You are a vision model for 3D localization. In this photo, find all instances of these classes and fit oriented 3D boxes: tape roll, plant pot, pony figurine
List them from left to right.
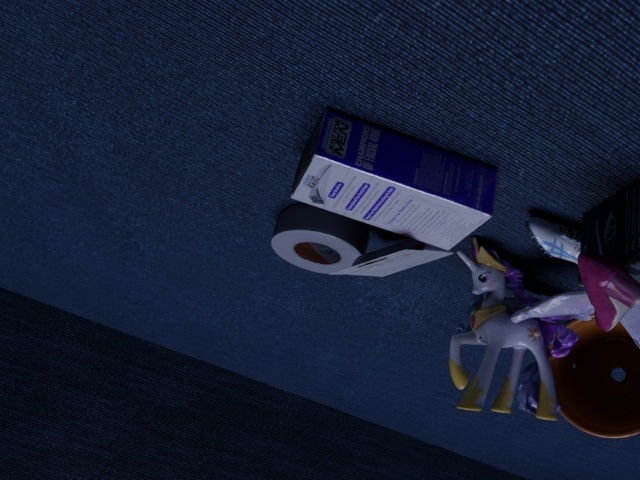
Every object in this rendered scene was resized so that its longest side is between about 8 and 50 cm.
[{"bbox_3d":[0.000,0.000,1.628,0.219,0.072,0.219,12,154,6],"label":"tape roll"},{"bbox_3d":[0.440,0.193,1.521,0.351,0.364,0.303,10,169,-13],"label":"pony figurine"},{"bbox_3d":[0.717,0.329,1.726,0.290,0.291,0.203,-2,168,30],"label":"plant pot"}]

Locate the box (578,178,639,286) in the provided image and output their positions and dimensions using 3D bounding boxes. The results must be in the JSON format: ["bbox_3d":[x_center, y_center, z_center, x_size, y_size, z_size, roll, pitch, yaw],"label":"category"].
[{"bbox_3d":[0.564,-0.004,1.245,0.108,0.153,0.207,18,155,-10],"label":"box"}]

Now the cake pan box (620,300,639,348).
[{"bbox_3d":[0.731,0.138,1.382,0.245,0.070,0.267,-34,119,22],"label":"cake pan box"}]

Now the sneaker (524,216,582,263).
[{"bbox_3d":[0.508,0.006,1.392,0.237,0.085,0.086,26,126,-16],"label":"sneaker"}]

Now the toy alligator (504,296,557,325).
[{"bbox_3d":[0.510,0.172,1.751,0.189,0.056,0.051,26,-167,-23],"label":"toy alligator"}]

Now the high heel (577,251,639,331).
[{"bbox_3d":[0.490,0.089,1.238,0.117,0.082,0.244,40,179,20],"label":"high heel"}]

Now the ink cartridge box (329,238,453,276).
[{"bbox_3d":[0.150,0.026,1.482,0.189,0.066,0.232,-20,162,31],"label":"ink cartridge box"}]

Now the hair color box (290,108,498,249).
[{"bbox_3d":[0.132,-0.105,1.309,0.338,0.110,0.185,17,156,-10],"label":"hair color box"}]
